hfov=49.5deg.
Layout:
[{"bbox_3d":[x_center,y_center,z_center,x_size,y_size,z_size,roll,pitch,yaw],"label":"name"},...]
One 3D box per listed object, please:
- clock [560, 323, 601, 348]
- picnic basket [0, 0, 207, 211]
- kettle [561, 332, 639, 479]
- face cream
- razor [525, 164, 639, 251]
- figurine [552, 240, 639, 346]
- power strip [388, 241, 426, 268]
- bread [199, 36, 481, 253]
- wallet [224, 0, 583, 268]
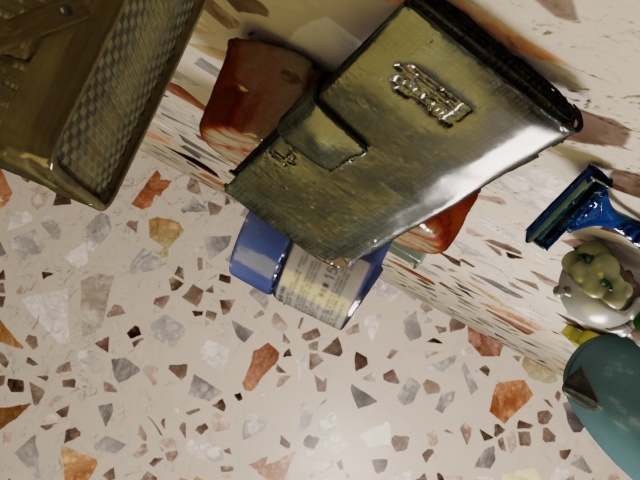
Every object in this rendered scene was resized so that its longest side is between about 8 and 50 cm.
[{"bbox_3d":[0.649,0.271,1.411,0.293,0.071,0.277,41,-179,-10],"label":"clock"},{"bbox_3d":[-0.152,-0.156,0.397,0.139,0.266,0.165,23,173,-4],"label":"picnic basket"},{"bbox_3d":[0.572,0.270,1.114,0.320,0.247,0.342,1,-161,-33],"label":"kettle"},{"bbox_3d":[0.000,0.000,1.173,0.225,0.249,0.249,28,175,3],"label":"face cream"},{"bbox_3d":[0.357,0.024,0.684,0.324,0.093,0.056,26,-144,-13],"label":"razor"},{"bbox_3d":[0.365,0.069,0.858,0.197,0.093,0.147,22,-159,-33],"label":"figurine"},{"bbox_3d":[0.113,-0.011,1.506,0.216,0.061,0.145,30,174,-9],"label":"power strip"},{"bbox_3d":[0.026,-0.098,0.823,0.328,0.114,0.295,25,174,12],"label":"bread"},{"bbox_3d":[0.046,-0.071,0.607,0.169,0.044,0.317,33,146,-18],"label":"wallet"}]
